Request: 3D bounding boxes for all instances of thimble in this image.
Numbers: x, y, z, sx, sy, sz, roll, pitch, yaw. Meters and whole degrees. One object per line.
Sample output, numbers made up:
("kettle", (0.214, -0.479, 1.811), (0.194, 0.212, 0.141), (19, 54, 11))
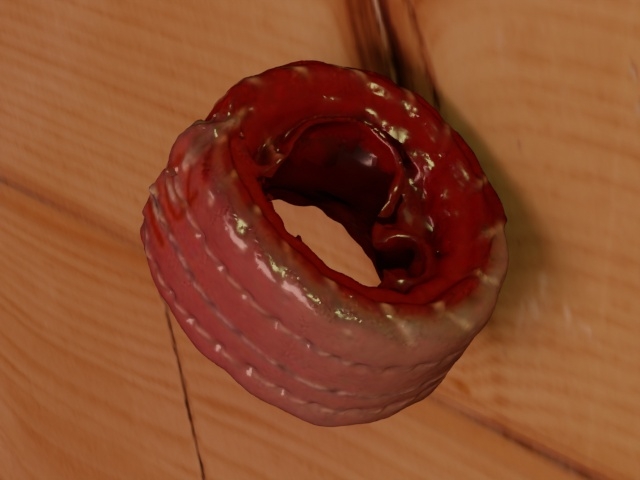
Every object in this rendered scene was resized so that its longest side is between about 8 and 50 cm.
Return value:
("thimble", (0.007, 0.002, 0.946), (0.189, 0.163, 0.125), (41, 146, 5))
